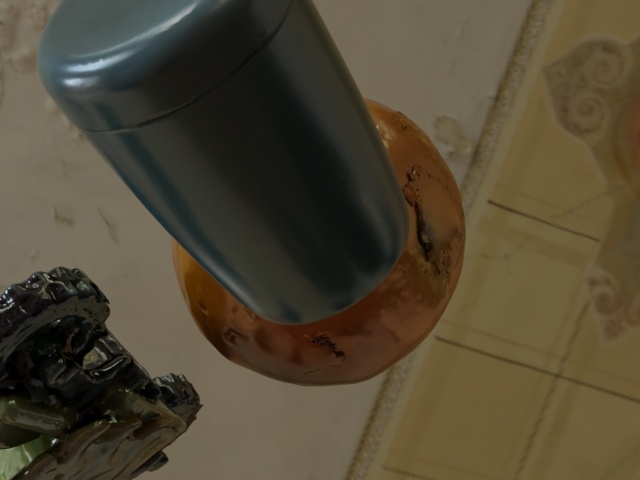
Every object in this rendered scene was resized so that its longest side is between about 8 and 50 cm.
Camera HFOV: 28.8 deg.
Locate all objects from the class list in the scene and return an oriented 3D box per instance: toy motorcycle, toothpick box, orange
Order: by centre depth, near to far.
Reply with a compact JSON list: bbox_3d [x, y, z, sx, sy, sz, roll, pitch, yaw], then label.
[{"bbox_3d":[-0.036,-0.049,0.586,0.120,0.120,0.184,-38,-54,-5],"label":"toothpick box"},{"bbox_3d":[0.000,0.000,1.026,0.246,0.246,0.246,-3,-77,-15],"label":"orange"},{"bbox_3d":[-0.239,0.160,1.086,0.237,0.410,0.169,-42,-113,-9],"label":"toy motorcycle"}]
